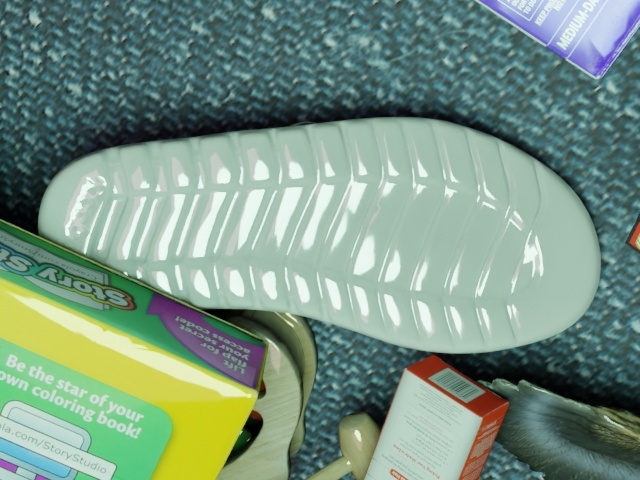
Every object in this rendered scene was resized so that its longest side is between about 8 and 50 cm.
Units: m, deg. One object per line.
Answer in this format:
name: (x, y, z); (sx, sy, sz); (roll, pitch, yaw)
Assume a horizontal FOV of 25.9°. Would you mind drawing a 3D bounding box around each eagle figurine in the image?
eagle figurine: (0.294, 0.149, 0.996); (0.298, 0.226, 0.225); (48, 151, 22)

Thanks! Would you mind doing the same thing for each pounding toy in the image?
pounding toy: (-0.086, 0.137, 1.086); (0.270, 0.155, 0.154); (-7, 109, 13)

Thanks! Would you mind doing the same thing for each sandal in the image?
sandal: (0.002, -0.015, 1.048); (0.416, 0.102, 0.169); (6, 95, -2)

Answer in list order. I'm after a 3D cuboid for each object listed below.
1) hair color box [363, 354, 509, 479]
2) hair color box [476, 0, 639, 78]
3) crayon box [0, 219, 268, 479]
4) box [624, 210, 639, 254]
hair color box: (0.078, 0.164, 1.020); (0.072, 0.043, 0.141); (32, 118, 27)
hair color box: (0.074, -0.253, 0.905); (0.339, 0.185, 0.110); (35, 113, 1)
crayon box: (-0.266, 0.144, 0.988); (0.363, 0.106, 0.313); (25, 106, -5)
box: (0.313, -0.054, 0.900); (0.044, 0.233, 0.159); (40, 117, 41)
